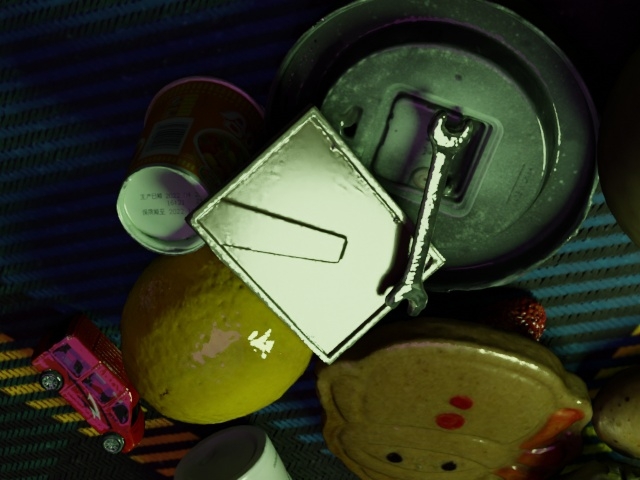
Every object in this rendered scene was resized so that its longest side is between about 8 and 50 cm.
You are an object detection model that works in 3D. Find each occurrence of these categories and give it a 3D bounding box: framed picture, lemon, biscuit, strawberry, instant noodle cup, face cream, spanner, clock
[{"bbox_3d":[0.000,0.000,1.506,0.189,0.023,0.260,-43,117,1],"label":"framed picture"},{"bbox_3d":[-0.123,0.104,1.642,0.236,0.236,0.263,42,97,-14],"label":"lemon"},{"bbox_3d":[0.154,0.226,1.690,0.359,0.074,0.381,12,139,-6],"label":"biscuit"},{"bbox_3d":[0.233,0.111,1.656,0.083,0.083,0.096,41,89,-13],"label":"strawberry"},{"bbox_3d":[-0.151,-0.078,1.558,0.168,0.185,0.168,6,123,9],"label":"instant noodle cup"},{"bbox_3d":[-0.060,0.440,1.891,0.145,0.145,0.369,-16,118,22],"label":"face cream"},{"bbox_3d":[0.119,-0.026,1.505,0.054,0.015,0.254,1,117,-24],"label":"spanner"},{"bbox_3d":[0.128,-0.118,1.535,0.386,0.076,0.386,6,122,10],"label":"clock"}]

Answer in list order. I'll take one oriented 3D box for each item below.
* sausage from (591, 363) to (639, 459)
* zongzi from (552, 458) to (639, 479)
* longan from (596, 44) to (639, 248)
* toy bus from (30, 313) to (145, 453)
[{"bbox_3d":[0.556,0.158,1.571,0.501,0.136,0.123,-18,78,22],"label":"sausage"},{"bbox_3d":[0.413,0.350,1.682,0.274,0.125,0.251,10,159,-11],"label":"zongzi"},{"bbox_3d":[0.428,-0.099,1.354,0.319,0.319,0.319,6,123,9],"label":"longan"},{"bbox_3d":[-0.297,0.196,1.831,0.089,0.081,0.195,-34,108,19],"label":"toy bus"}]
